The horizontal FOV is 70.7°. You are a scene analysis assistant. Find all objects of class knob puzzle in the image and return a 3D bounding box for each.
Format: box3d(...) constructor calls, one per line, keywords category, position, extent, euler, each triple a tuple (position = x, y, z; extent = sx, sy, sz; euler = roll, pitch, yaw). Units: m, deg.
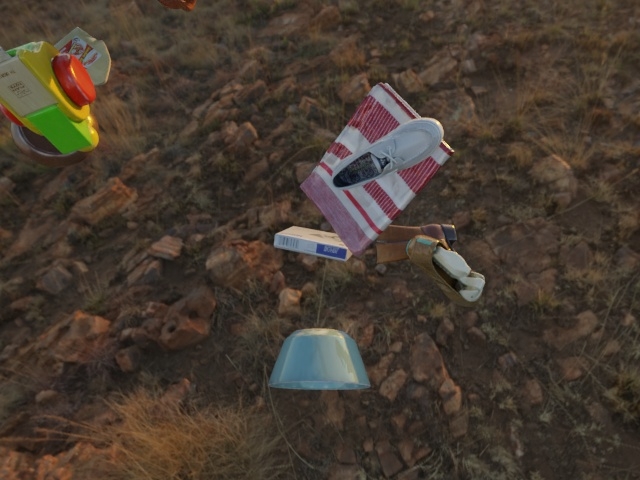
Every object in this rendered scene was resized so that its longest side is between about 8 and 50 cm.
box3d(category="knob puzzle", position=(-0.705, -0.516, 1.332), extent=(0.213, 0.030, 0.213), euler=(1, 74, -4))

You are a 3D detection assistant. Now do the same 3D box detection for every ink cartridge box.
box3d(category="ink cartridge box", position=(0.000, 0.000, 1.377), extent=(0.223, 0.045, 0.224), euler=(11, 12, 13))

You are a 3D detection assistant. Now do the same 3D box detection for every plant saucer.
box3d(category="plant saucer", position=(-0.569, -0.242, 0.968), extent=(0.168, 0.029, 0.168), euler=(4, 80, -21))

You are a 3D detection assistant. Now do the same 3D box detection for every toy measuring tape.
box3d(category="toy measuring tape", position=(-0.383, -0.235, 0.556), extent=(0.121, 0.330, 0.121), euler=(-5, 60, 9))

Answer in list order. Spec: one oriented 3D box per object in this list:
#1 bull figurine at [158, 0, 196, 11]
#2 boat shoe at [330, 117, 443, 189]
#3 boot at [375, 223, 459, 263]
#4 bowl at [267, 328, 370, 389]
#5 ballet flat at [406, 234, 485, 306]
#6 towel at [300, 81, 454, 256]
box3d(category="bull figurine", position=(-0.225, -0.460, 0.672), extent=(0.101, 0.188, 0.310), euler=(-25, 46, 13))
box3d(category="boat shoe", position=(0.093, -0.124, 0.676), extent=(0.184, 0.066, 0.063), euler=(-15, 22, 31))
box3d(category="boot", position=(0.328, 0.057, 1.520), extent=(0.281, 0.096, 0.264), euler=(-1, 69, -5))
box3d(category="bowl", position=(-0.002, 0.367, 1.390), extent=(0.312, 0.311, 0.163), euler=(-2, 69, 10))
box3d(category="ballet flat", position=(0.396, 0.097, 1.310), extent=(0.116, 0.342, 0.124), euler=(-57, 25, -18))
box3d(category="towel", position=(0.108, -0.153, 1.019), extent=(0.037, 0.329, 0.237), euler=(-12, 58, -52))
